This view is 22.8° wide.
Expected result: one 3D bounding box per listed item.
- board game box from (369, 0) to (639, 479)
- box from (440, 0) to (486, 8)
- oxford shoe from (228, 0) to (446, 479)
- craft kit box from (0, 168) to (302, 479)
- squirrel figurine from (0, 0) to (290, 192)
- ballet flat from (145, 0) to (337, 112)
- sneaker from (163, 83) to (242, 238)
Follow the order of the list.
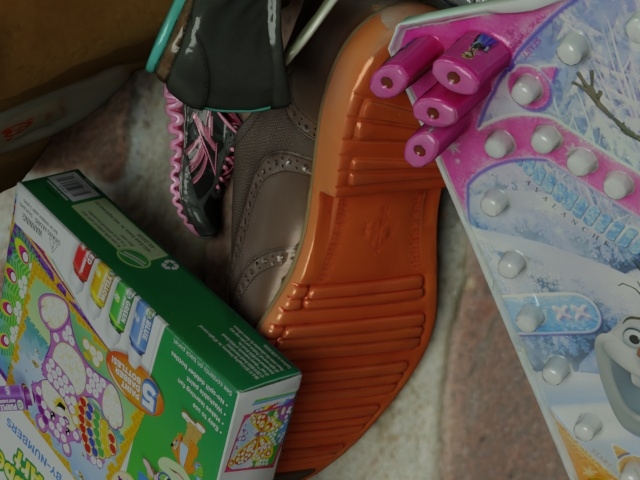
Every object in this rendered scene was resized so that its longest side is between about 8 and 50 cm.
[{"bbox_3d":[0.247,0.041,0.811,0.390,0.050,0.390,-4,120,41],"label":"board game box"},{"bbox_3d":[0.084,-0.254,0.932,0.261,0.103,0.184,40,110,12],"label":"box"},{"bbox_3d":[0.000,0.000,1.025,0.133,0.130,0.364,47,126,46],"label":"oxford shoe"},{"bbox_3d":[-0.131,0.120,1.045,0.250,0.061,0.247,39,131,36],"label":"craft kit box"},{"bbox_3d":[-0.281,-0.227,0.940,0.281,0.397,0.370,-30,84,33],"label":"squirrel figurine"},{"bbox_3d":[-0.010,-0.201,0.876,0.096,0.095,0.280,19,94,-6],"label":"ballet flat"},{"bbox_3d":[-0.072,-0.060,1.070,0.057,0.047,0.119,-3,99,13],"label":"sneaker"}]
